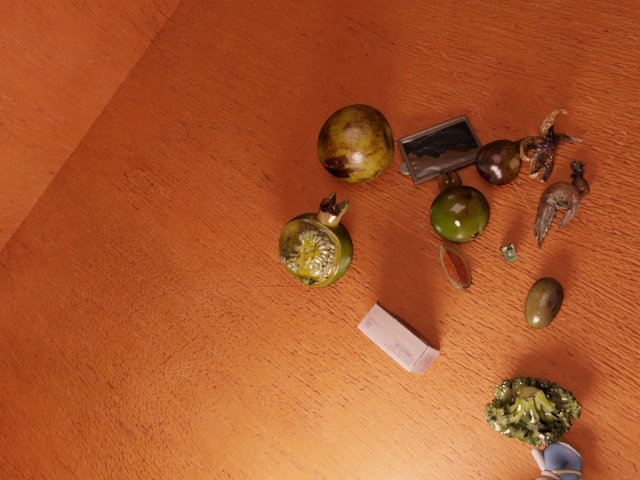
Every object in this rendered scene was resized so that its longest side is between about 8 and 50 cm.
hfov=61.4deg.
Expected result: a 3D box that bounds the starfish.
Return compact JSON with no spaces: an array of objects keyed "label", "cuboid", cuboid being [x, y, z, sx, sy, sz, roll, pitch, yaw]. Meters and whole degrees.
[{"label":"starfish","cuboid":[0.732,-0.304,1.729,0.071,0.215,0.238,31,113,60]}]

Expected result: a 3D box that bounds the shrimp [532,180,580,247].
[{"label":"shrimp","cuboid":[0.734,-0.078,1.684,0.126,0.047,0.224,15,86,45]}]

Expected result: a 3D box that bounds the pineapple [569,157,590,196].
[{"label":"pineapple","cuboid":[0.817,-0.199,1.711,0.058,0.058,0.125,-5,59,17]}]

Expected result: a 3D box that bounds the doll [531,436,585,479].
[{"label":"doll","cuboid":[0.628,0.633,1.449,0.135,0.098,0.241,49,61,-4]}]

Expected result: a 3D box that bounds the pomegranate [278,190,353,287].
[{"label":"pomegranate","cuboid":[0.000,0.000,1.807,0.260,0.260,0.341,39,113,24]}]

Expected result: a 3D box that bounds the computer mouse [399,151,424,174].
[{"label":"computer mouse","cuboid":[0.327,-0.271,1.904,0.110,0.032,0.056,-41,69,-5]}]

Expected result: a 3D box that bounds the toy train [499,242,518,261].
[{"label":"toy train","cuboid":[0.589,0.039,1.690,0.038,0.093,0.057,-22,82,10]}]

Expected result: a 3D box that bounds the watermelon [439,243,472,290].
[{"label":"watermelon","cuboid":[0.429,0.095,1.742,0.069,0.086,0.163,-40,60,38]}]

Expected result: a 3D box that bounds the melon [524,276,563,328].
[{"label":"melon","cuboid":[0.666,0.188,1.614,0.099,0.099,0.162,22,85,23]}]

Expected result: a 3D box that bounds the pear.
[{"label":"pear","cuboid":[0.117,-0.331,1.864,0.283,0.283,0.284,-5,72,17]}]

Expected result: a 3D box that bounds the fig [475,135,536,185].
[{"label":"fig","cuboid":[0.626,-0.285,1.760,0.245,0.149,0.149,-37,66,-7]}]

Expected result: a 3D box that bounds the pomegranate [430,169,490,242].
[{"label":"pomegranate","cuboid":[0.455,-0.119,1.747,0.189,0.159,0.241,13,74,21]}]

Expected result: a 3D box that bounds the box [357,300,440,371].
[{"label":"box","cuboid":[0.244,0.300,1.641,0.203,0.251,0.106,38,91,24]}]

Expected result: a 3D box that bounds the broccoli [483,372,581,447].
[{"label":"broccoli","cuboid":[0.593,0.473,1.510,0.226,0.176,0.198,-28,37,42]}]

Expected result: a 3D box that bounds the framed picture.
[{"label":"framed picture","cuboid":[0.418,-0.318,1.876,0.265,0.018,0.192,-21,67,4]}]
